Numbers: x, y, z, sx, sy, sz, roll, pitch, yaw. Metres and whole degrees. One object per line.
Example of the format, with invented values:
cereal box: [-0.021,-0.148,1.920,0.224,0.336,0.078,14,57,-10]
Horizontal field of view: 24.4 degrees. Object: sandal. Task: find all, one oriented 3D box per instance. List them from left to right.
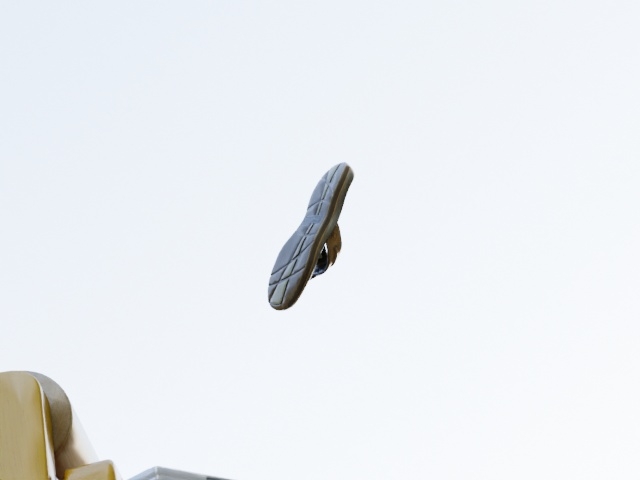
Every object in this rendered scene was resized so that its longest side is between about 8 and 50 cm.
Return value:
sandal: [0.000,0.000,1.626,0.049,0.072,0.180,32,-103,-26]

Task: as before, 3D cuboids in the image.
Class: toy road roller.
toy road roller: [-0.188,0.270,1.327,0.202,0.240,0.330,80,175,-54]

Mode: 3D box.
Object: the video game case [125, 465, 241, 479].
video game case: [-0.156,0.314,1.664,0.285,0.204,0.025,22,-133,-49]
